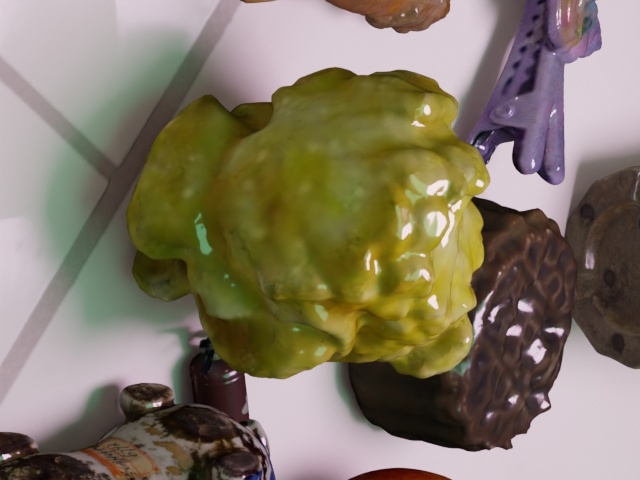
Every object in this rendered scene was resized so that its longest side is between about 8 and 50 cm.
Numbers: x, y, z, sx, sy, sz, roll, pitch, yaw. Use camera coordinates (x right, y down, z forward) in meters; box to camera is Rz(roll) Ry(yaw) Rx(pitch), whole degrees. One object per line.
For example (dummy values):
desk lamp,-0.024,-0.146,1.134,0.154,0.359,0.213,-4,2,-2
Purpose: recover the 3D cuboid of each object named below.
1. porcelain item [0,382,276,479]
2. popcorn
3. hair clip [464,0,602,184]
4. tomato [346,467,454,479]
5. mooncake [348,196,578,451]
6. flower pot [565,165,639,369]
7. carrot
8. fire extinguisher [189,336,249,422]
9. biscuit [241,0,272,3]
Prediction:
porcelain item,-0.156,0.219,1.406,0.288,0.138,0.186,-14,126,-46
popcorn,0.000,0.000,1.435,0.235,0.241,0.250,-62,155,-25
hair clip,0.199,-0.165,1.719,0.137,0.090,0.278,25,85,-61
tomato,0.080,0.329,1.633,0.270,0.222,0.270,19,90,-78
mooncake,0.132,0.074,1.708,0.228,0.124,0.228,-24,122,-46
flower pot,0.384,0.027,1.911,0.259,0.290,0.290,-3,108,-37
carrot,0.038,-0.209,1.513,0.263,0.102,0.102,21,88,-59
fire extinguisher,-0.076,0.135,1.540,0.064,0.043,0.158,-67,156,-60
biscuit,-0.054,-0.279,1.334,0.212,0.041,0.239,-12,101,-14
